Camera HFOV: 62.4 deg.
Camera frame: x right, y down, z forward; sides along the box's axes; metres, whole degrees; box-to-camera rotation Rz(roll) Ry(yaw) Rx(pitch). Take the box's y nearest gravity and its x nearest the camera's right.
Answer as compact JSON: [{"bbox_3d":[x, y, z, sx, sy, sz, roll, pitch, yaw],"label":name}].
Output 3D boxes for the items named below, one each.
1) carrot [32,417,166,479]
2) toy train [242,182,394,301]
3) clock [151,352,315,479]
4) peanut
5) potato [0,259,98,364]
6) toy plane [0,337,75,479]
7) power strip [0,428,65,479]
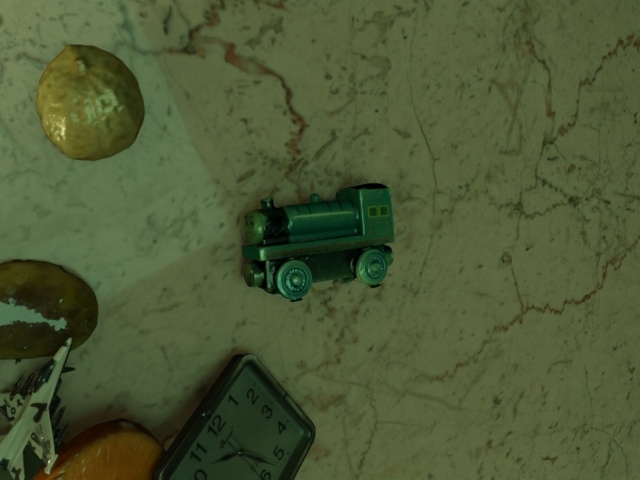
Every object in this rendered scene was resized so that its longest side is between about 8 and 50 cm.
[{"bbox_3d":[-0.354,0.429,0.825,0.258,0.100,0.307,17,87,-53],"label":"carrot"},{"bbox_3d":[0.000,0.000,0.972,0.298,0.120,0.194,-8,96,-27],"label":"toy train"},{"bbox_3d":[-0.142,0.385,0.957,0.279,0.049,0.273,57,49,-28],"label":"clock"},{"bbox_3d":[-0.327,-0.196,0.752,0.140,0.109,0.159,-22,111,-24],"label":"peanut"},{"bbox_3d":[-0.432,0.116,0.774,0.200,0.081,0.164,3,99,-27],"label":"potato"},{"bbox_3d":[-0.413,0.247,0.774,0.234,0.160,0.082,-55,155,-7],"label":"toy plane"},{"bbox_3d":[-0.490,0.397,0.791,0.272,0.078,0.052,-43,142,-16],"label":"power strip"}]
